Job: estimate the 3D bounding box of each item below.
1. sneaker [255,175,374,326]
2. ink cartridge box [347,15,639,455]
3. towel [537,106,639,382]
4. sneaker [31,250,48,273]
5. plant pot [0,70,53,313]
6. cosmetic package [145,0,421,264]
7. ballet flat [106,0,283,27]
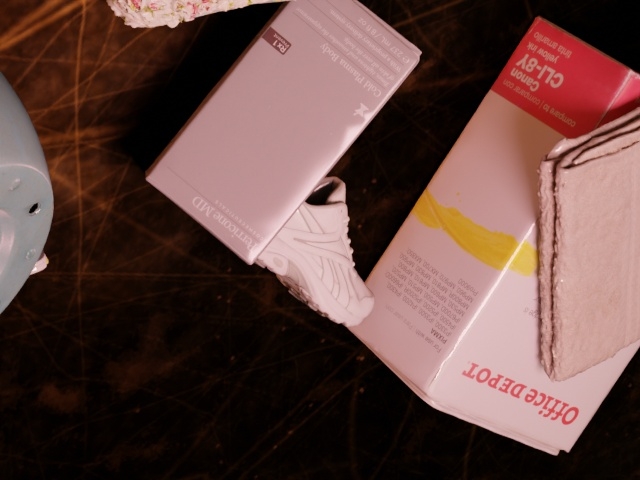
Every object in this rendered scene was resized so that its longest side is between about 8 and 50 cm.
[{"bbox_3d":[0.000,0.000,1.711,0.115,0.090,0.232,-52,139,-3],"label":"sneaker"},{"bbox_3d":[0.242,0.004,1.860,0.279,0.160,0.385,26,99,-46],"label":"ink cartridge box"},{"bbox_3d":[0.293,-0.002,1.748,0.187,0.049,0.282,-24,130,-24],"label":"towel"},{"bbox_3d":[-0.277,0.018,1.535,0.083,0.031,0.035,-24,118,-31],"label":"sneaker"},{"bbox_3d":[-0.330,-0.041,1.226,0.293,0.235,0.293,-43,159,-22],"label":"plant pot"},{"bbox_3d":[-0.037,-0.108,1.558,0.127,0.107,0.238,37,88,-7],"label":"cosmetic package"},{"bbox_3d":[-0.061,-0.237,1.462,0.241,0.091,0.077,-23,166,-14],"label":"ballet flat"}]
